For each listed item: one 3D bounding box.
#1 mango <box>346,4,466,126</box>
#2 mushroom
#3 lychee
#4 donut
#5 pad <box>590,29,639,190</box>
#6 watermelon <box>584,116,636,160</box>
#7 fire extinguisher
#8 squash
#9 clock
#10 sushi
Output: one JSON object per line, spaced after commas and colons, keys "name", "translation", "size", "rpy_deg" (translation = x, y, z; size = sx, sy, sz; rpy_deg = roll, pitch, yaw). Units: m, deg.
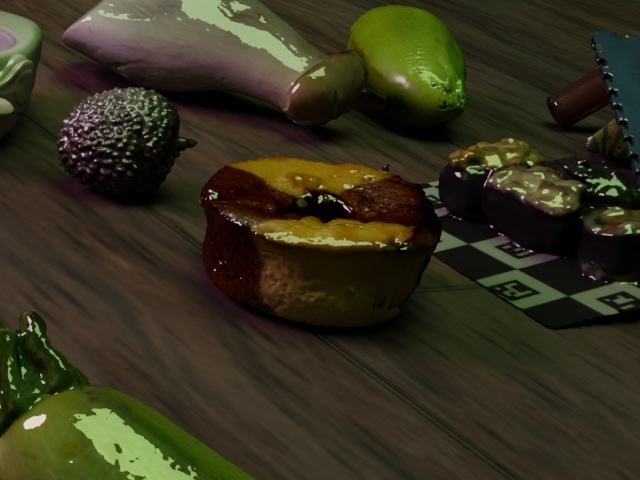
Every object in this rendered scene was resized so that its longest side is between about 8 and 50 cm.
{"name": "mango", "translation": [0.070, -0.132, 1.342], "size": [0.091, 0.074, 0.165], "rpy_deg": [5, 19, -18]}
{"name": "mushroom", "translation": [-0.075, -0.137, 1.283], "size": [0.225, 0.093, 0.116], "rpy_deg": [23, 39, 10]}
{"name": "lychee", "translation": [-0.115, -0.058, 1.054], "size": [0.083, 0.068, 0.067], "rpy_deg": [1, -21, -17]}
{"name": "donut", "translation": [0.000, 0.000, 0.940], "size": [0.140, 0.059, 0.140], "rpy_deg": [9, 19, -3]}
{"name": "pad", "translation": [0.335, -0.062, 1.245], "size": [0.269, 0.012, 0.269], "rpy_deg": [8, 36, -7]}
{"name": "watermelon", "translation": [0.259, -0.099, 1.349], "size": [0.087, 0.069, 0.163], "rpy_deg": [15, 17, 13]}
{"name": "fire extinguisher", "translation": [0.257, -0.137, 1.395], "size": [0.173, 0.049, 0.035], "rpy_deg": [-30, 44, -3]}
{"name": "squash", "translation": [-0.055, 0.100, 0.598], "size": [0.200, 0.075, 0.090], "rpy_deg": [37, 45, 12]}
{"name": "clock", "translation": [-0.253, -0.105, 1.119], "size": [0.151, 0.062, 0.191], "rpy_deg": [7, 19, -10]}
{"name": "sushi", "translation": [0.151, -0.027, 1.072], "size": [0.192, 0.051, 0.215], "rpy_deg": [-11, 26, -29]}
